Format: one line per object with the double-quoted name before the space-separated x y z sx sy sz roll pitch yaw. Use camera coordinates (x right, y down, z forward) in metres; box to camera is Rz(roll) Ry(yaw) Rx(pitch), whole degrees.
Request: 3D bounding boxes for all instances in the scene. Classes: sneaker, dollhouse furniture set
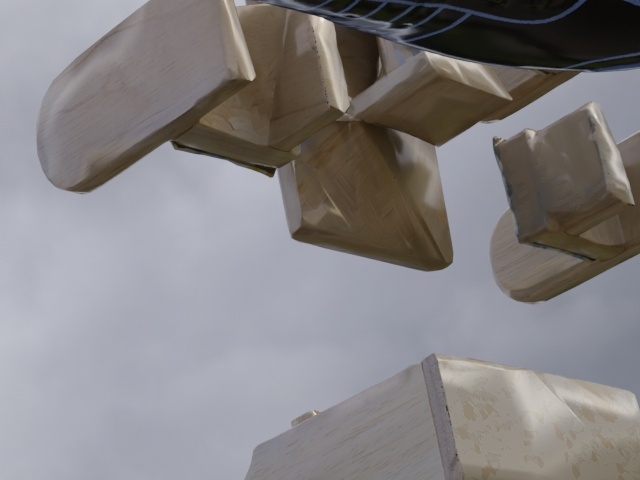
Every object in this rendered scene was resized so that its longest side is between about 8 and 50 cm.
"sneaker" 0.019 -0.093 0.533 0.232 0.090 0.081 11 -74 -5
"dollhouse furniture set" 0.000 0.000 1.012 0.362 0.394 0.256 14 -34 -43
